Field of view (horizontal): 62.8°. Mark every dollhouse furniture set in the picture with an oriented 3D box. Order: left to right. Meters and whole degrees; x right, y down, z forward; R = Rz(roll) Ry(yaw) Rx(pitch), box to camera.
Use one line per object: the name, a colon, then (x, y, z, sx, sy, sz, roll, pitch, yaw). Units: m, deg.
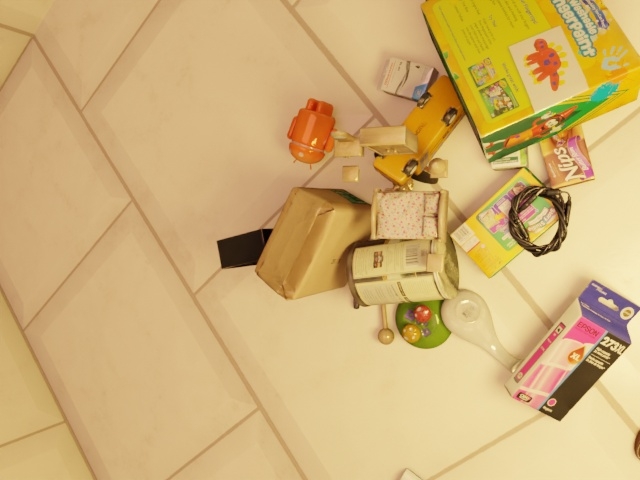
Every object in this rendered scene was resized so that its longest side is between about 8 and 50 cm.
dollhouse furniture set: (0.162, -0.100, 1.347, 0.303, 0.173, 0.356, 2, 91, 23)

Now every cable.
cable: (0.564, -0.049, 1.364, 0.150, 0.047, 0.185, 11, 98, 26)

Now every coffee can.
coffee can: (0.242, 0.085, 1.537, 0.275, 0.201, 0.202, -9, 88, 31)

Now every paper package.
paper package: (0.000, 0.000, 1.598, 0.168, 0.324, 0.310, 34, 108, 25)

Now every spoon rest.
spoon rest: (0.463, 0.261, 1.502, 0.137, 0.084, 0.276, -38, 67, -6)

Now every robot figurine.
robot figurine: (-0.027, -0.346, 1.711, 0.158, 0.128, 0.220, 17, 102, -6)

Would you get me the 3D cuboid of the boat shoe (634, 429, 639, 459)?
boat shoe: (0.859, 0.476, 1.310, 0.073, 0.073, 0.207, 32, 107, 22)

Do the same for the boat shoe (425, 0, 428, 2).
boat shoe: (0.421, -0.762, 1.477, 0.302, 0.091, 0.114, -33, 77, 25)

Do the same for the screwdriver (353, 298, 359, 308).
screwdriver: (0.120, 0.140, 1.713, 0.024, 0.025, 0.170, 2, 94, 28)

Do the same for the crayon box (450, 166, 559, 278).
crayon box: (0.523, -0.046, 1.459, 0.278, 0.081, 0.165, -46, 72, 21)

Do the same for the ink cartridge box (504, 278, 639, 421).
ink cartridge box: (0.663, 0.293, 1.365, 0.175, 0.069, 0.371, 28, 106, -13)

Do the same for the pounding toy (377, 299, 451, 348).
pounding toy: (0.273, 0.245, 1.587, 0.236, 0.110, 0.183, -2, 91, 28)

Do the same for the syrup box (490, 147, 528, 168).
syrup box: (0.517, -0.316, 1.443, 0.093, 0.096, 0.237, -2, 92, 26)

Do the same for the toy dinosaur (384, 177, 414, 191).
toy dinosaur: (0.239, -0.168, 1.616, 0.183, 0.053, 0.092, 43, 112, -5)

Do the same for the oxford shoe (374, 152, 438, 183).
oxford shoe: (0.273, -0.244, 1.595, 0.212, 0.076, 0.076, 32, 68, 13)

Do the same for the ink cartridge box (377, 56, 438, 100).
ink cartridge box: (0.253, -0.489, 1.595, 0.180, 0.060, 0.104, 23, 103, 25)

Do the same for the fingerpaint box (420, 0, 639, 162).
fingerpaint box: (0.507, -0.476, 1.315, 0.370, 0.163, 0.445, -24, 65, 16)

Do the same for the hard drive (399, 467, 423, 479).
hard drive: (0.352, 0.888, 1.611, 0.318, 0.040, 0.210, 31, 106, 23)

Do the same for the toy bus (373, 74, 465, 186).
toy bus: (0.292, -0.304, 1.486, 0.108, 0.130, 0.333, 37, 89, 18)

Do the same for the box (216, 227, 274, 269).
box: (-0.186, 0.023, 1.735, 0.184, 0.261, 0.103, -16, 85, 27)

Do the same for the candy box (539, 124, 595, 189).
candy box: (0.652, -0.238, 1.400, 0.109, 0.053, 0.187, -14, 84, 27)
